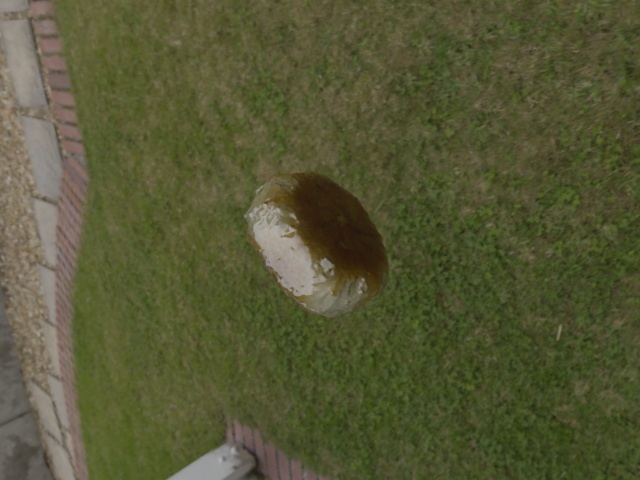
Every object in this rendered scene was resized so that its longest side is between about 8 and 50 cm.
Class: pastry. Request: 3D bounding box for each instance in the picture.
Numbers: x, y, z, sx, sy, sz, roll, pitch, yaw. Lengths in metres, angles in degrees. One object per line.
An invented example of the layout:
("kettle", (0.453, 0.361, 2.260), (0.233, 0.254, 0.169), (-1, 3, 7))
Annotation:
("pastry", (0.000, 0.000, 0.761), (0.093, 0.182, 0.193), (-38, 76, 33))
